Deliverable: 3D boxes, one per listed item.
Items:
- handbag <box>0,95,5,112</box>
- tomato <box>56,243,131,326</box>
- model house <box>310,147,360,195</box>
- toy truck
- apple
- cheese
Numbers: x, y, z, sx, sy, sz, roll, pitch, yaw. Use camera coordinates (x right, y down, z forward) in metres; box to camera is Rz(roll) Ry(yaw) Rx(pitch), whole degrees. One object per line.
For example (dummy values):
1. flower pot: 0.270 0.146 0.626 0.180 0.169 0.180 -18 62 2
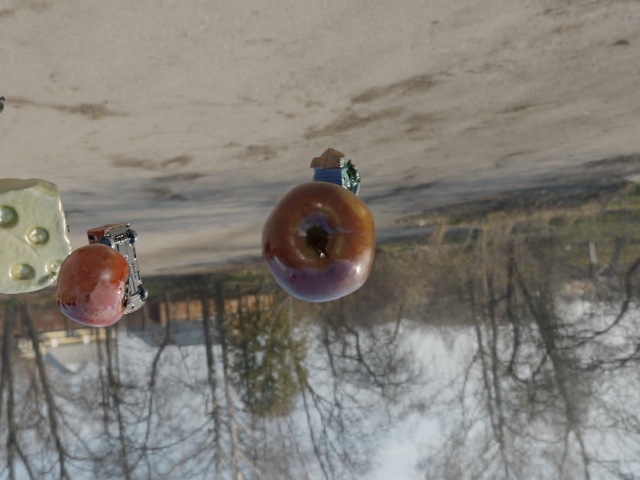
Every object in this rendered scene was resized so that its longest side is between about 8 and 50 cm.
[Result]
1. handbag: -0.745 -0.305 1.567 0.072 0.047 0.111 1 -175 -2
2. tomato: -0.477 0.094 1.492 0.151 0.187 0.187 6 175 -1
3. model house: 0.034 -0.185 1.891 0.119 0.148 0.148 2 146 22
4. toy truck: -0.584 0.080 2.014 0.114 0.252 0.107 0 -166 30
5. apple: 0.000 0.000 1.696 0.288 0.288 0.317 -6 -179 10
6. cheese: -0.807 -0.016 1.872 0.318 0.326 0.115 44 178 -35
